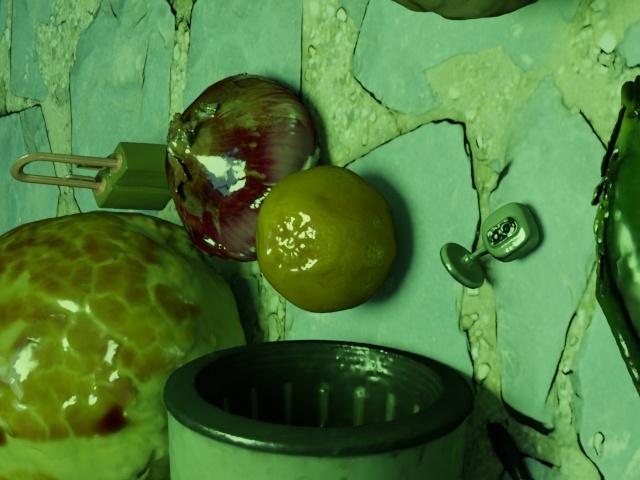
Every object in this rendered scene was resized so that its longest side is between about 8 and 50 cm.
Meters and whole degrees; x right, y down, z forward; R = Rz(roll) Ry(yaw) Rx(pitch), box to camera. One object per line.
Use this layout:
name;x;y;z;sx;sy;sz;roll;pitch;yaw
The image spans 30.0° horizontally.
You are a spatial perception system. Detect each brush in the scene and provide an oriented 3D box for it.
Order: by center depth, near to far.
brush;0.203;0.249;1.109;0.063;0.016;0.193;-53;52;38
brush;-0.292;-0.086;1.558;0.103;0.233;0.047;-45;56;41

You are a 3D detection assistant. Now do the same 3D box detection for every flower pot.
flower pot;-0.001;0.290;1.169;0.294;0.294;0.330;16;111;51

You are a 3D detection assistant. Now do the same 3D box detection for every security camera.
security camera;0.163;0.001;1.132;0.092;0.058;0.058;-45;57;33

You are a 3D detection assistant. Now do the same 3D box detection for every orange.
orange;0.000;0.000;1.256;0.159;0.136;0.159;4;98;31

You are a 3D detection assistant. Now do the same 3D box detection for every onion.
onion;-0.110;-0.088;1.385;0.230;0.163;0.230;-6;81;40

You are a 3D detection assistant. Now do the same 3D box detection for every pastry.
pastry;-0.286;0.136;1.436;0.389;0.313;0.388;-15;61;28

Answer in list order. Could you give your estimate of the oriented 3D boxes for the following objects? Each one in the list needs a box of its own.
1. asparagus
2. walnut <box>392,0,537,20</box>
asparagus;0.281;0.054;0.936;0.128;0.108;0.382;-45;55;44
walnut;0.131;-0.321;1.019;0.227;0.273;0.273;16;106;14
